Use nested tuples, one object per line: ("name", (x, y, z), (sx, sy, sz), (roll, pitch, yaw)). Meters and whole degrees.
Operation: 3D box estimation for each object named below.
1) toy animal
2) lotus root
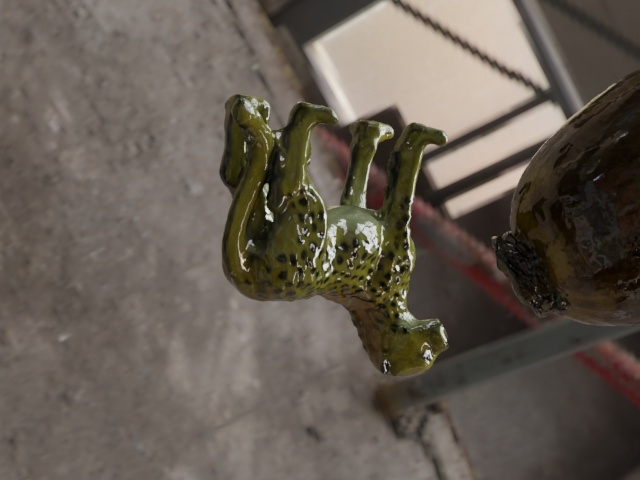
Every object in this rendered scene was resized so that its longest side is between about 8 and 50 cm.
("toy animal", (0.000, 0.000, 0.897), (0.181, 0.073, 0.136), (7, 90, -55))
("lotus root", (0.180, -0.029, 0.880), (0.209, 0.120, 0.120), (-33, 97, -11))
